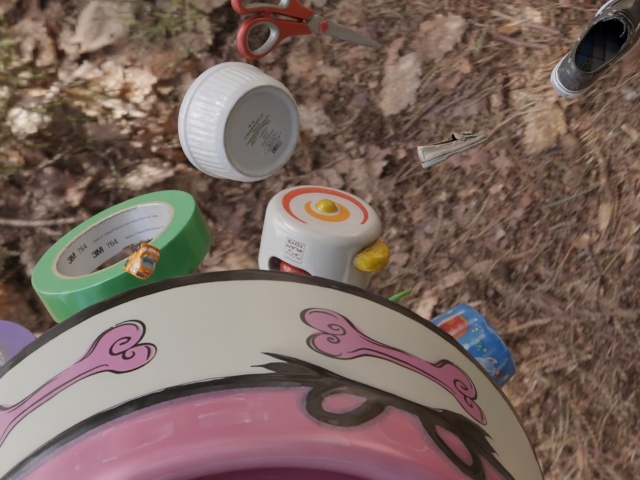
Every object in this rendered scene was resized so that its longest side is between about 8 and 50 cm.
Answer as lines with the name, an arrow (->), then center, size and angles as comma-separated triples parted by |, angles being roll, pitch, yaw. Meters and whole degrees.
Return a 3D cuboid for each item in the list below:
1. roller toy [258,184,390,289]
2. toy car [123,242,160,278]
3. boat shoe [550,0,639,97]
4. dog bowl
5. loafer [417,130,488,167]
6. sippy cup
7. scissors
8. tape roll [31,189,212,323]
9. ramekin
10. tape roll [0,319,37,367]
roller toy -> 0.000, 0.000, 1.660 | 0.191, 0.209, 0.146 | 0, 121, -18
toy car -> -0.242, 0.057, 1.509 | 0.060, 0.122, 0.040 | -34, 44, 9
boat shoe -> 0.428, -0.305, 1.504 | 0.080, 0.228, 0.076 | 46, 158, 5
dog bowl -> -0.040, 0.232, 0.572 | 0.408, 0.150, 0.408 | -2, 106, -8
loafer -> 0.220, -0.161, 1.679 | 0.125, 0.045, 0.039 | -25, 96, -12
sippy cup -> 0.233, 0.243, 1.882 | 0.224, 0.240, 0.305 | -36, 119, -6
scissors -> -0.008, -0.308, 1.389 | 0.021, 0.297, 0.109 | 18, 112, 42
tape roll -> -0.353, 0.026, 1.800 | 0.321, 0.321, 0.077 | -11, 120, 26
ramekin -> -0.131, -0.200, 1.748 | 0.109, 0.207, 0.207 | 23, 114, 46
tape roll -> -0.319, 0.154, 0.863 | 0.189, 0.189, 0.080 | 3, 123, 23
